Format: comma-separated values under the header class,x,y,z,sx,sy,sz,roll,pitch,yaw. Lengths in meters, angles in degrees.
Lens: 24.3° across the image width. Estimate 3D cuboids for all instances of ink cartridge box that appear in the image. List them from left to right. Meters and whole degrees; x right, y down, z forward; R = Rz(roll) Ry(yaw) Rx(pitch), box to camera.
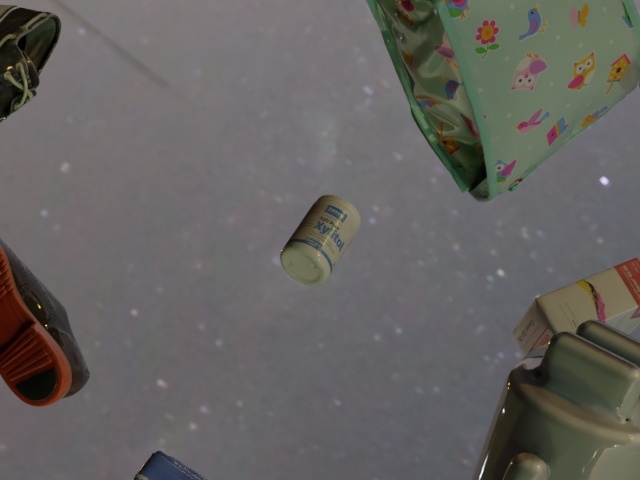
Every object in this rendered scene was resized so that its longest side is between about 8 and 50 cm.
class,x,y,z,sx,sy,sz,roll,pitch,yaw
ink cartridge box,0.325,0.103,1.913,0.067,0.198,0.115,62,-21,21

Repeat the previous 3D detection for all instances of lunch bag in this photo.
class,x,y,z,sx,sy,sz,roll,pitch,yaw
lunch bag,0.192,-0.193,1.465,0.223,0.262,0.160,-38,-145,-17

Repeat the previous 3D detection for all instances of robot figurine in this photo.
class,x,y,z,sx,sy,sz,roll,pitch,yaw
robot figurine,0.280,0.272,1.700,0.200,0.300,0.353,29,-68,33

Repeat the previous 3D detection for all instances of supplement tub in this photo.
class,x,y,z,sx,sy,sz,roll,pitch,yaw
supplement tub,0.000,0.000,1.911,0.071,0.071,0.107,-17,-149,45

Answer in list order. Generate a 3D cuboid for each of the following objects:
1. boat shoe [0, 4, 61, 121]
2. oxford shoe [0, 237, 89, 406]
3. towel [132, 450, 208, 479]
class,x,y,z,sx,sy,sz,roll,pitch,yaw
boat shoe,-0.310,-0.161,1.432,0.070,0.077,0.219,4,-138,11
oxford shoe,-0.366,0.072,1.742,0.097,0.271,0.098,-34,171,19
towel,-0.191,0.457,1.859,0.336,0.243,0.040,-59,-170,-32
